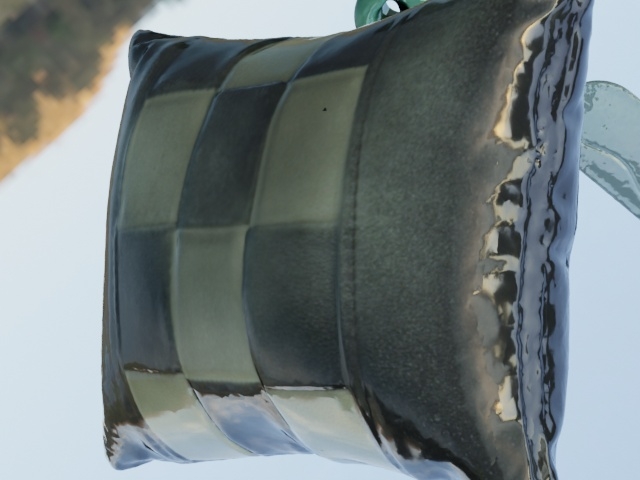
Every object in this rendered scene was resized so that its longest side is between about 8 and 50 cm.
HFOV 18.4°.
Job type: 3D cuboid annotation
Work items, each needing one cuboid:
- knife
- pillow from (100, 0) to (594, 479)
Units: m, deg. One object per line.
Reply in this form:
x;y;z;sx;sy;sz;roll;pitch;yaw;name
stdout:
0.132;-0.061;1.012;0.063;0.260;0.034;-53;-174;30;knife
0.000;0.000;0.719;0.250;0.106;0.186;-1;-98;50;pillow
